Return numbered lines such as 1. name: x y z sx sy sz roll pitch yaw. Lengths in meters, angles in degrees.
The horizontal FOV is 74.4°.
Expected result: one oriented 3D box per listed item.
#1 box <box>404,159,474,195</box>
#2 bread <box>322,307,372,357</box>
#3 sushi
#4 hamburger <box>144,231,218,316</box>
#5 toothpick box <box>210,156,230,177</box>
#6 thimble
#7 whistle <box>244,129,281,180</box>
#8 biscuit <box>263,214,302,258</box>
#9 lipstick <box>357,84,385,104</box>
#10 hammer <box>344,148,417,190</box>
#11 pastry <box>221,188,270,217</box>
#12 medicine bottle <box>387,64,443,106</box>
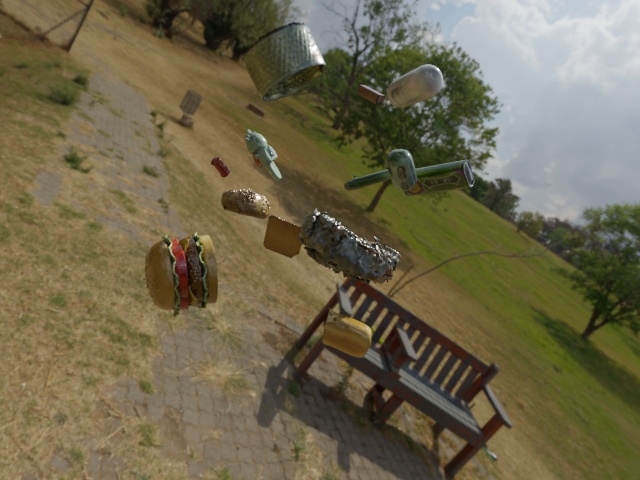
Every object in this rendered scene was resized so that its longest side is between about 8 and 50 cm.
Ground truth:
1. box: 0.561 -0.301 2.046 0.345 0.097 0.134 -4 -52 44
2. bread: 0.089 0.305 1.388 0.173 0.134 0.085 22 43 14
3. sushi: 0.094 0.041 1.583 0.417 0.176 0.417 29 -6 3
4. hamburger: -0.468 0.110 1.396 0.212 0.275 0.274 -7 33 -25
5. toothpick box: -0.415 -0.305 1.746 0.047 0.047 0.083 46 -7 38
6. thimble: -0.125 -0.613 1.469 0.150 0.270 0.271 63 11 -6
7. whistle: -0.250 -0.374 1.849 0.253 0.101 0.105 56 -25 -12
8. biscuit: -0.212 -0.014 2.428 0.231 0.237 0.013 21 34 8
9. lipstick: 0.232 -0.668 1.931 0.045 0.045 0.145 -8 38 -36
10. hammer: 0.269 -0.295 1.946 0.207 0.335 0.119 61 21 -46
11. pastry: -0.438 -0.227 2.504 0.254 0.162 0.310 17 4 23
12. medicine bottle: 0.391 -0.636 1.746 0.130 0.130 0.341 32 4 -13
